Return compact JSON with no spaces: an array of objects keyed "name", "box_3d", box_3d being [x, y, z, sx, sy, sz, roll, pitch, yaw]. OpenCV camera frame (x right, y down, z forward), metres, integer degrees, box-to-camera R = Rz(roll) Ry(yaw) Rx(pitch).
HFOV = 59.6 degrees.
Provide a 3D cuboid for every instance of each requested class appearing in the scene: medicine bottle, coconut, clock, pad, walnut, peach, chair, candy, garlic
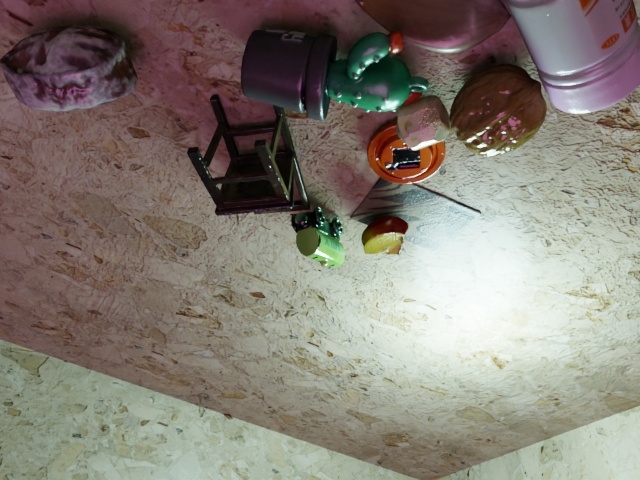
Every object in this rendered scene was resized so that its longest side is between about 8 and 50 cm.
[{"name":"medicine bottle","box_3d":[0.498,-0.430,1.093,0.202,0.202,0.316,-22,132,28]},{"name":"coconut","box_3d":[0.236,-0.278,1.327,0.122,0.116,0.116,-17,133,32]},{"name":"clock","box_3d":[0.224,-0.228,1.467,0.205,0.051,0.205,3,138,2]},{"name":"pad","box_3d":[0.281,-0.075,1.665,0.330,0.004,0.220,20,137,-15]},{"name":"walnut","box_3d":[0.404,-0.295,1.266,0.213,0.213,0.213,4,138,3]},{"name":"peach","box_3d":[0.190,-0.014,1.654,0.151,0.118,0.151,4,178,0]},{"name":"chair","box_3d":[-0.162,-0.149,1.462,0.203,0.240,0.416,-6,136,10]},{"name":"candy","box_3d":[-0.566,-0.391,1.259,0.290,0.214,0.157,3,137,9]},{"name":"garlic","box_3d":[0.220,-0.468,1.150,0.318,0.112,0.143,15,103,-4]}]

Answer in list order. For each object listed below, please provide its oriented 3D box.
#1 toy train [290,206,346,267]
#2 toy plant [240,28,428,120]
[{"name":"toy train","box_3d":[0.000,0.000,1.624,0.105,0.157,0.253,-16,162,19]},{"name":"toy plant","box_3d":[0.036,-0.361,1.229,0.400,0.185,0.279,12,146,4]}]
